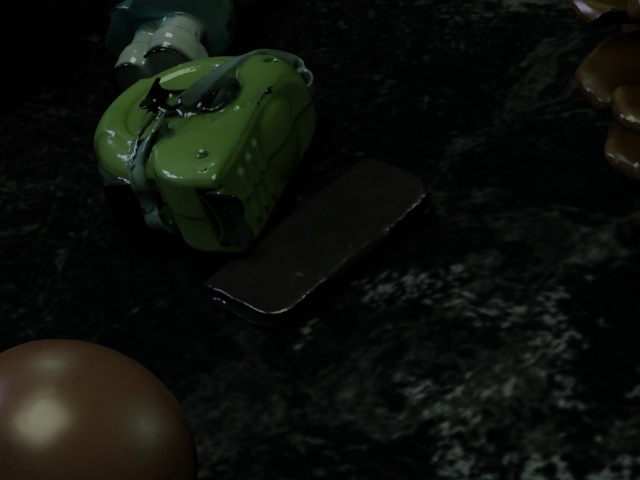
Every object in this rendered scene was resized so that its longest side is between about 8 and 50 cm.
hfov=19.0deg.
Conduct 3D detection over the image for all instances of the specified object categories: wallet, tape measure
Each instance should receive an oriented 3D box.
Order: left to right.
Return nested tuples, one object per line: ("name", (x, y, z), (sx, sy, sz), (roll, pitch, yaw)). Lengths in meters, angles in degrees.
("tape measure", (-0.083, -0.070, 1.338), (0.154, 0.087, 0.177), (-1, 36, 29))
("wallet", (0.000, 0.000, 1.273), (0.156, 0.018, 0.082), (-40, 42, -25))

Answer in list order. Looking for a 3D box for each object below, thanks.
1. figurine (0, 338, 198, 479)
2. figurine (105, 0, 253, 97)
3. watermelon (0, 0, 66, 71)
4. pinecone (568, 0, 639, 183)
("figurine", (-0.200, 0.251, 0.887), (0.276, 0.248, 0.388), (-16, 28, 44))
("figurine", (-0.104, -0.203, 1.500), (0.138, 0.110, 0.245), (-22, 36, 36))
("watermelon", (-0.330, -0.237, 1.516), (0.269, 0.269, 0.269), (-11, 38, 9))
("pinecone", (0.303, -0.164, 1.083), (0.384, 0.384, 0.384), (-11, 38, 9))
